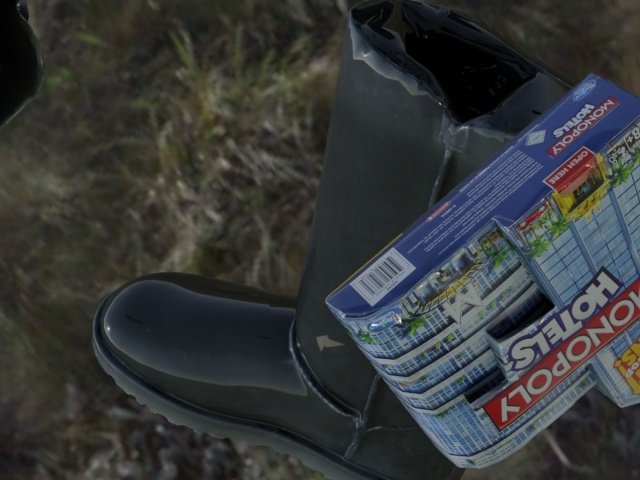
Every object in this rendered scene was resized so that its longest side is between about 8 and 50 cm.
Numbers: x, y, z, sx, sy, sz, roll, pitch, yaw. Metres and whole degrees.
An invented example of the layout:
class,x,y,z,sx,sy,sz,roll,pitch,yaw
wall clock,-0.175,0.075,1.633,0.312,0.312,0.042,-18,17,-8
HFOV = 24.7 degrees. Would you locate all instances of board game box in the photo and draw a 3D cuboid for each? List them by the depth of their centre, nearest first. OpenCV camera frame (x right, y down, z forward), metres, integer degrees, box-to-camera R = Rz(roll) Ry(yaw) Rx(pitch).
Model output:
class,x,y,z,sx,sy,sz,roll,pitch,yaw
board game box,0.132,0.043,0.819,0.194,0.194,0.060,-41,36,-4

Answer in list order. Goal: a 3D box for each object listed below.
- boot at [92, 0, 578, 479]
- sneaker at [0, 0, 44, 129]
class,x,y,z,sx,sy,sz,roll,pitch,yaw
boot,0.002,0.001,1.166,0.367,0.445,0.146,21,49,6
sneaker,-0.206,-0.115,0.720,0.131,0.148,0.350,-46,16,8
